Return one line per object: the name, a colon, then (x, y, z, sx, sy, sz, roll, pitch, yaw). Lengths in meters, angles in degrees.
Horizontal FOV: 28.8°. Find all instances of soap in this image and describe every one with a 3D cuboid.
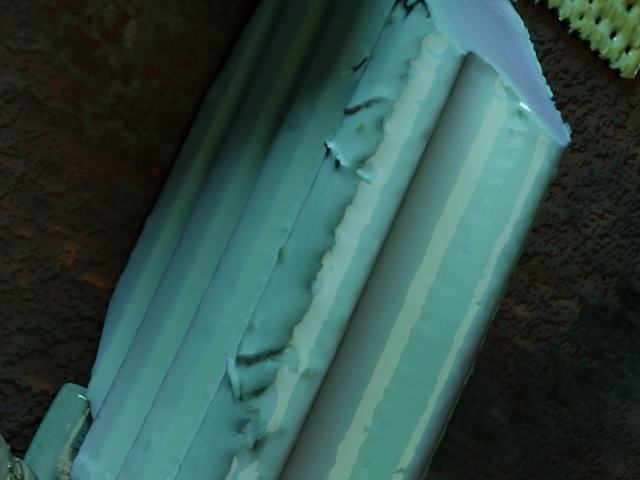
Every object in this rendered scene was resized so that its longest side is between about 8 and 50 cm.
soap: (0.000, 0.000, 0.819, 0.156, 0.261, 0.446, 24, 88, -29)

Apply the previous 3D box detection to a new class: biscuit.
biscuit: (0.227, -0.238, 1.022, 0.203, 0.016, 0.144, 34, 84, -29)

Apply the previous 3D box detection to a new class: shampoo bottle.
shampoo bottle: (-0.200, 0.198, 0.884, 0.069, 0.041, 0.191, 32, 86, -31)

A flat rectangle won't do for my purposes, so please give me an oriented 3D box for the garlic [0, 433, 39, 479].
garlic: (-0.247, 0.221, 0.755, 0.160, 0.245, 0.245, -29, 119, 22)
